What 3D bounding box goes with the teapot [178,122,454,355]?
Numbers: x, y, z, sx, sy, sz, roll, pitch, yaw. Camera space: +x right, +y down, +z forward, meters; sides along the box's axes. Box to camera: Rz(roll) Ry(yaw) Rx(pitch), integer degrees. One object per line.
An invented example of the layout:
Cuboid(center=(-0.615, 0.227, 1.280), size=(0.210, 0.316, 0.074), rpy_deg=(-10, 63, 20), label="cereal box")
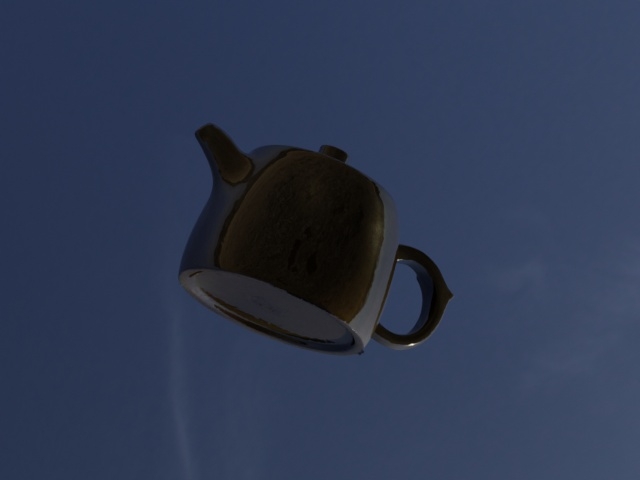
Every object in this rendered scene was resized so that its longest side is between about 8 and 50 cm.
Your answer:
Cuboid(center=(0.000, 0.000, 0.530), size=(0.121, 0.076, 0.068), rpy_deg=(29, -109, -21), label="teapot")
